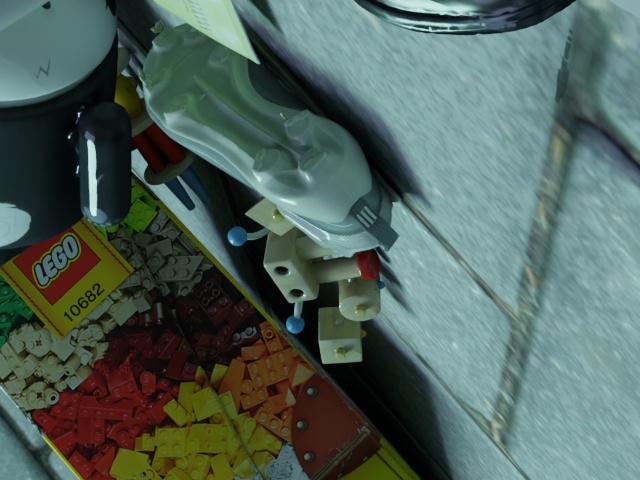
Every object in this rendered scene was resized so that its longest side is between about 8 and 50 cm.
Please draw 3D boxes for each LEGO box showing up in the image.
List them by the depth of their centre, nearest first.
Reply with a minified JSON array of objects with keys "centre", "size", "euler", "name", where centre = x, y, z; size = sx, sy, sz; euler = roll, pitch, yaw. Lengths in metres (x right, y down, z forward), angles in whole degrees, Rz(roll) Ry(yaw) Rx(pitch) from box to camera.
[{"centre":[-0.098,0.152,1.581],"size":[0.372,0.193,0.500],"euler":[45,176,22],"name":"LEGO box"}]

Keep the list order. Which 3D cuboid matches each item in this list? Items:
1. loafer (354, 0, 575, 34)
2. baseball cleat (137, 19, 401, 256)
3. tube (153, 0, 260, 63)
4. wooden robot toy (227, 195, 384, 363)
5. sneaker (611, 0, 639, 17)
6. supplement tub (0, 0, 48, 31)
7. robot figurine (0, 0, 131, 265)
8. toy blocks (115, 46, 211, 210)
[{"centre":[0.019,-0.110,0.522],"size":[0.170,0.062,0.061],"euler":[38,160,49],"name":"loafer"},{"centre":[-0.029,-0.049,0.989],"size":[0.109,0.072,0.206],"euler":[49,178,-42],"name":"baseball cleat"},{"centre":[-0.122,-0.182,0.956],"size":[0.240,0.062,0.070],"euler":[40,-152,30],"name":"tube"},{"centre":[0.000,0.000,1.145],"size":[0.173,0.076,0.079],"euler":[59,-157,-44],"name":"wooden robot toy"},{"centre":[0.034,-0.128,0.348],"size":[0.235,0.090,0.095],"euler":[37,151,45],"name":"sneaker"},{"centre":[-0.197,-0.227,0.522],"size":[0.241,0.241,0.331],"euler":[40,167,51],"name":"supplement tub"},{"centre":[-0.231,-0.108,1.280],"size":[0.278,0.209,0.173],"euler":[102,174,-48],"name":"robot figurine"},{"centre":[-0.152,-0.094,1.476],"size":[0.148,0.054,0.123],"euler":[55,170,-28],"name":"toy blocks"}]
